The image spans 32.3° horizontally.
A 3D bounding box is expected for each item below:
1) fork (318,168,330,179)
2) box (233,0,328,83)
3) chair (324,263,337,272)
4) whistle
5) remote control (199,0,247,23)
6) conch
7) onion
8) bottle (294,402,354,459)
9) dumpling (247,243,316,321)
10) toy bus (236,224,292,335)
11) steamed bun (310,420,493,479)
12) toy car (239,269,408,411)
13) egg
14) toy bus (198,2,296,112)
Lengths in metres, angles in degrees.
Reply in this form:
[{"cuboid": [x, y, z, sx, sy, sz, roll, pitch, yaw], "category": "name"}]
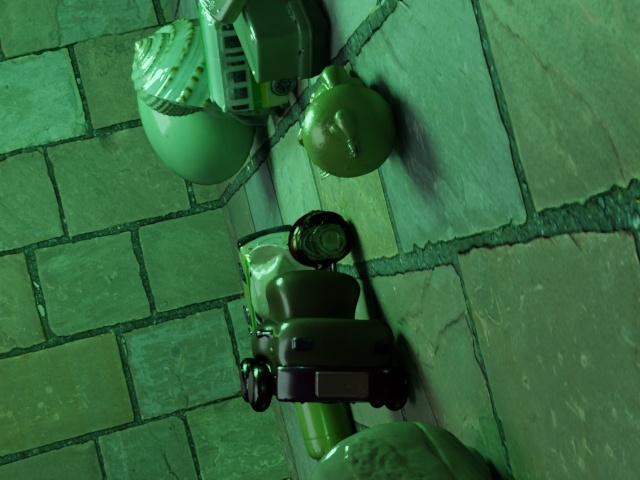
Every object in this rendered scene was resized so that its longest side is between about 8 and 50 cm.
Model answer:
[{"cuboid": [0.023, -0.177, 1.901, 0.219, 0.028, 0.034, 103, 159, -59], "category": "fork"}, {"cuboid": [-0.074, -0.372, 1.846, 0.148, 0.129, 0.210, 91, 160, -56], "category": "box"}, {"cuboid": [-0.016, 0.095, 2.213, 0.084, 0.101, 0.213, -128, 25, -64], "category": "chair"}, {"cuboid": [0.022, -0.178, 1.602, 0.294, 0.141, 0.141, -124, 23, -64], "category": "whistle"}, {"cuboid": [-0.120, -0.457, 1.746, 0.098, 0.038, 0.233, 52, 125, 26], "category": "remote control"}, {"cuboid": [-0.233, -0.359, 2.340, 0.303, 0.319, 0.215, -151, 67, -65], "category": "conch"}, {"cuboid": [0.000, 0.000, 1.986, 0.118, 0.117, 0.119, 3, -90, -89], "category": "onion"}, {"cuboid": [-0.003, 0.345, 2.434, 0.112, 0.112, 0.260, 158, 98, -79], "category": "bottle"}, {"cuboid": [-0.069, 0.110, 2.350, 0.126, 0.166, 0.216, -15, -78, -73], "category": "dumpling"}, {"cuboid": [-0.097, 0.133, 2.562, 0.179, 0.143, 0.305, -119, 19, -46], "category": "toy bus"}, {"cuboid": [0.145, 0.402, 1.480, 0.247, 0.236, 0.384, 53, 163, 41], "category": "steamed bun"}, {"cuboid": [0.004, 0.169, 1.886, 0.340, 0.271, 0.240, 166, 106, -76], "category": "toy car"}, {"cuboid": [-0.292, -0.322, 2.617, 0.276, 0.276, 0.389, -141, 37, -72], "category": "egg"}, {"cuboid": [-0.142, -0.380, 2.090, 0.276, 0.164, 0.134, 86, 164, -45], "category": "toy bus"}]
